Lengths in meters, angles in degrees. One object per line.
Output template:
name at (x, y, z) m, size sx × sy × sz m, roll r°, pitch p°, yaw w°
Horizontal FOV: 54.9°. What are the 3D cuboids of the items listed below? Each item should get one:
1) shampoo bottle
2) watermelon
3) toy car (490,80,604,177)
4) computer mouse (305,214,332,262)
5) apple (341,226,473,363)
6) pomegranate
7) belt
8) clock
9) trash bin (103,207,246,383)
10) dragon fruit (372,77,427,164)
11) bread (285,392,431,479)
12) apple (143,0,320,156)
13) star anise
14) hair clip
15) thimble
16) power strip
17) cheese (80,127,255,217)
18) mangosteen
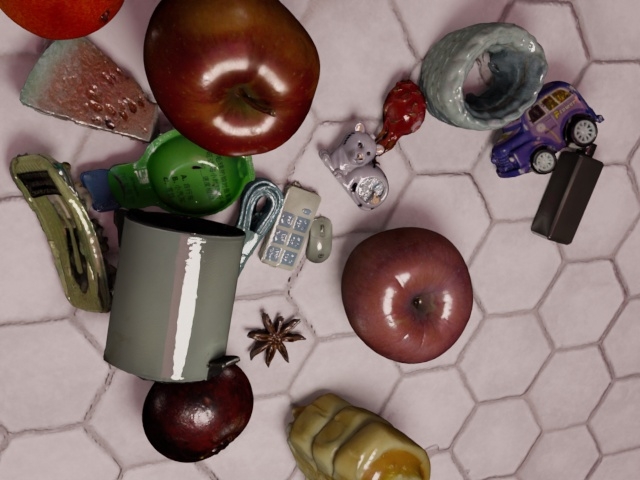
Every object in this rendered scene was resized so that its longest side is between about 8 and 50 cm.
shampoo bottle at (0.593, -0.117, 1.473) m, size 0.079 × 0.080 × 0.246 m, roll 14°, pitch 101°, yaw -22°
watermelon at (-0.393, -0.252, 1.115) m, size 0.241 × 0.094 × 0.154 m, roll 30°, pitch 85°, yaw -25°
toy car at (0.475, -0.242, 1.362) m, size 0.235 × 0.172 × 0.158 m, roll -37°, pitch 97°, yaw -2°
computer mouse at (0.000, 0.000, 1.339) m, size 0.055 × 0.032 × 0.110 m, roll 0°, pitch 106°, yaw -19°
apple at (0.182, 0.111, 1.324) m, size 0.305 × 0.235 × 0.306 m, roll -5°, pitch 105°, yaw -18°
pomegranate at (-0.430, -0.443, 0.966) m, size 0.256 × 0.221 × 0.221 m, roll 32°, pitch 94°, yaw -17°
belt at (-0.176, 0.009, 1.265) m, size 0.087 × 0.072 × 0.302 m, roll 29°, pitch 94°, yaw -28°
clock at (0.091, -0.150, 1.286) m, size 0.117 × 0.080 × 0.176 m, roll -35°, pitch 114°, yaw 10°
trash bin at (-0.261, 0.094, 1.117) m, size 0.277 × 0.217 × 0.263 m, roll 14°, pitch 98°, yaw 19°
dragon fruit at (0.165, -0.242, 1.296) m, size 0.094 × 0.094 × 0.191 m, roll 13°, pitch 110°, yaw -21°
bread at (0.105, 0.492, 1.369) m, size 0.210 × 0.341 × 0.301 m, roll -39°, pitch 113°, yaw -28°
apple at (-0.155, -0.300, 1.040) m, size 0.288 × 0.317 × 0.288 m, roll -13°, pitch 142°, yaw -10°
star anise at (-0.104, 0.217, 1.365) m, size 0.141 × 0.042 × 0.141 m, roll -6°, pitch 108°, yaw -20°
hair clip at (-0.457, -0.018, 1.153) m, size 0.091 × 0.138 × 0.322 m, roll -41°, pitch 125°, yaw -51°
thimble at (0.336, -0.340, 1.271) m, size 0.250 × 0.172 × 0.205 m, roll -32°, pitch 111°, yaw -5°
power strip at (-0.065, -0.027, 1.309) m, size 0.081 × 0.035 × 0.192 m, roll 19°, pitch 100°, yaw -22°
cheese at (-0.286, -0.119, 1.176) m, size 0.320 × 0.083 × 0.204 m, roll -9°, pitch 130°, yaw -2°
mangosteen at (-0.271, 0.317, 1.267) m, size 0.235 × 0.235 × 0.261 m, roll -37°, pitch 72°, yaw -4°
